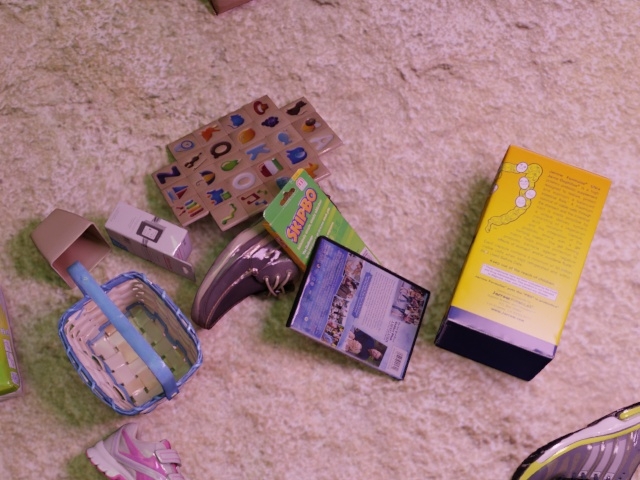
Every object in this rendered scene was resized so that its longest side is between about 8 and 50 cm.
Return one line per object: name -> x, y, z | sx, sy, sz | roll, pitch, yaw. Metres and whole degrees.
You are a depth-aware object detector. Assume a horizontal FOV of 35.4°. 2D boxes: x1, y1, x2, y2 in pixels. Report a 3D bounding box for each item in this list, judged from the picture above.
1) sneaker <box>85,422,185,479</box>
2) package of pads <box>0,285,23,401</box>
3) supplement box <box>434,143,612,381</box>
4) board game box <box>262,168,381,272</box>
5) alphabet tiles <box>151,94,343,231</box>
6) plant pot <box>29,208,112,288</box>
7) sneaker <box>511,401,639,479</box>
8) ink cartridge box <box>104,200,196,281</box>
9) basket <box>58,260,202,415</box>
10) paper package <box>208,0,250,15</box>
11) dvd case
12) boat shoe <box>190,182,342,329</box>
sneaker -> -0.280, 0.405, 1.726 | 0.252, 0.103, 0.111 | 38, 76, 11
package of pads -> -0.701, 0.204, 1.796 | 0.297, 0.101, 0.229 | -15, 72, -6
supplement box -> 0.362, 0.042, 1.815 | 0.195, 0.194, 0.356 | 21, 71, 7
board game box -> 0.000, 0.000, 1.822 | 0.124, 0.039, 0.259 | -52, 121, -24
alphabet tiles -> -0.142, -0.155, 1.917 | 0.343, 0.011, 0.285 | -28, 47, -10
plant pot -> -0.475, 0.005, 1.873 | 0.096, 0.109, 0.109 | 35, 73, 25
sneaker -> 0.471, 0.386, 1.741 | 0.300, 0.111, 0.121 | -24, 76, -7
ink cartridge box -> -0.303, 0.003, 1.870 | 0.180, 0.104, 0.060 | 24, 71, 7
basket -> -0.322, 0.175, 1.708 | 0.201, 0.289, 0.254 | -36, 71, -18
paper package -> -0.143, -0.677, 2.084 | 0.325, 0.168, 0.309 | -25, 74, -10
dvd case -> 0.073, 0.123, 1.810 | 0.253, 0.022, 0.180 | 28, 69, -22
boat shoe -> -0.093, 0.035, 1.847 | 0.130, 0.132, 0.355 | 39, 75, 10
